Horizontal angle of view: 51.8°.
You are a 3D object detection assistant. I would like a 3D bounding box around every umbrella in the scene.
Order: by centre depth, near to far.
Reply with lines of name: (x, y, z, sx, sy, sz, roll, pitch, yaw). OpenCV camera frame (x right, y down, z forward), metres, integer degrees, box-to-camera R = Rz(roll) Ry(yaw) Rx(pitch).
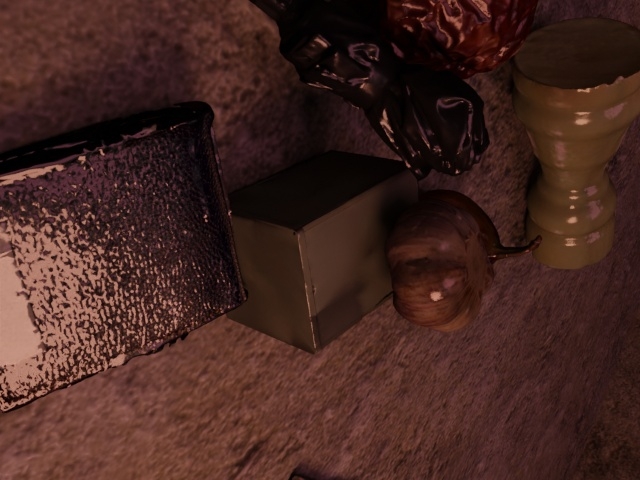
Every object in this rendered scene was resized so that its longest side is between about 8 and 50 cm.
umbrella: (0.032, -0.183, 0.666, 0.340, 0.118, 0.118, 36, 74, -14)

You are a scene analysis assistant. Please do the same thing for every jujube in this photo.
jujube: (0.139, -0.281, 0.755, 0.232, 0.213, 0.213, -13, 115, -33)

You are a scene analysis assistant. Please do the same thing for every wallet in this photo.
wallet: (-0.196, 0.009, 0.603, 0.262, 0.071, 0.221, -26, 125, -33)

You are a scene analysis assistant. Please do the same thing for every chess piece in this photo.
chess piece: (0.465, -0.154, 1.214, 0.234, 0.234, 0.442, -44, 139, -29)

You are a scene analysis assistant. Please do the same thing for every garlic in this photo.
garlic: (0.123, 0.028, 0.721, 0.159, 0.102, 0.147, -14, 98, -59)

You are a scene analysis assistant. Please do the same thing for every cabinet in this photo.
cabinet: (0.000, 0.000, 0.761, 0.206, 0.150, 0.145, -30, 122, -40)

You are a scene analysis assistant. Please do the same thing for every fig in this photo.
fig: (0.204, 0.003, 1.001, 0.149, 0.202, 0.148, -75, 177, -60)

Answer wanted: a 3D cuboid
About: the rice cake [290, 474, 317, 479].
rice cake: (0.012, 0.402, 1.035, 0.047, 0.036, 0.207, -55, 140, -4)
